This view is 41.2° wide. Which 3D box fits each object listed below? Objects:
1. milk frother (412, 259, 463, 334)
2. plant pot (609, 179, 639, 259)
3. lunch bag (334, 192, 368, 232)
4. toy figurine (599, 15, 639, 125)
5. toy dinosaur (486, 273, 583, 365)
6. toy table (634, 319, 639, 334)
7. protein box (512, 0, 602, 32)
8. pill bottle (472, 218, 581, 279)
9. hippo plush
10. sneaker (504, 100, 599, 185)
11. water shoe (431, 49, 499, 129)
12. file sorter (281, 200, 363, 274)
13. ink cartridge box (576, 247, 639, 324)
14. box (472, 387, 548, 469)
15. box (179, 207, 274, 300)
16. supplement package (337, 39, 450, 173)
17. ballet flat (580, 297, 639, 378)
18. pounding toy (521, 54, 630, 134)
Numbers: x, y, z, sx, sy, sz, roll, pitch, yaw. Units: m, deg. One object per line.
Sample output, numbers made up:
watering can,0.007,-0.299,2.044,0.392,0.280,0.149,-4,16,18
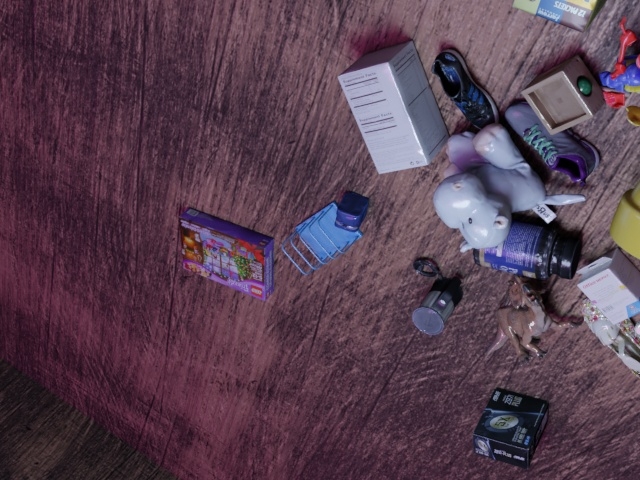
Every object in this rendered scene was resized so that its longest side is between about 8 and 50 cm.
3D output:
milk frother,0.271,0.136,2.133,0.143,0.134,0.129,23,132,18
plant pot,0.709,-0.084,1.608,0.254,0.254,0.238,21,117,20
lunch bag,0.077,-0.064,2.138,0.067,0.098,0.065,20,135,13
toy figurine,0.640,-0.333,1.537,0.363,0.217,0.191,-12,106,-9
toy dinosaur,0.479,0.177,2.042,0.200,0.127,0.296,51,147,1
toy table,0.809,0.197,1.758,0.274,0.252,0.160,38,121,21
protein box,0.452,-0.504,1.474,0.136,0.201,0.199,26,133,15
pill bottle,0.467,0.020,1.921,0.219,0.123,0.122,13,129,26
hippo plush,0.347,-0.074,1.822,0.294,0.236,0.234,43,148,-3
sneaker,0.473,-0.204,1.763,0.224,0.098,0.083,35,135,7
water shoe,0.301,-0.307,1.813,0.073,0.080,0.203,-27,105,44
file sorter,0.000,0.000,2.235,0.118,0.104,0.170,49,135,-9
ink cartridge box,0.646,0.094,1.879,0.143,0.090,0.092,47,135,-4
box,0.496,0.486,2.215,0.148,0.180,0.077,12,130,28
box,-0.272,0.040,2.482,0.293,0.057,0.200,20,132,21
supplement package,0.165,-0.292,1.876,0.134,0.139,0.244,-8,116,37
ballet flat,0.693,0.230,1.961,0.241,0.077,0.091,42,136,1
pounding toy,0.507,-0.292,1.689,0.130,0.100,0.141,52,145,-10
